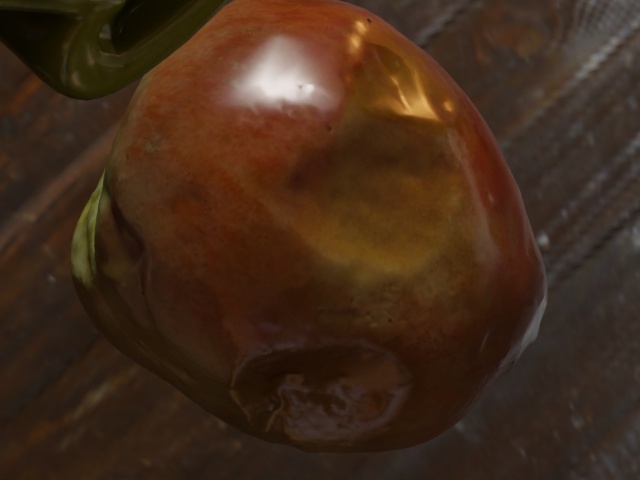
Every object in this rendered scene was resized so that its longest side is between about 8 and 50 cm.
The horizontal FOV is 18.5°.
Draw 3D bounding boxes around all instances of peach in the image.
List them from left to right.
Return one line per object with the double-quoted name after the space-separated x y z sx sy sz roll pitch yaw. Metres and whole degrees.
0.000 0.000 0.966 0.235 0.214 0.214 33 80 -10 "peach"

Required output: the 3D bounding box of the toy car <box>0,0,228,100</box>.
-0.106 -0.112 0.272 0.142 0.248 0.200 40 114 40 "toy car"
